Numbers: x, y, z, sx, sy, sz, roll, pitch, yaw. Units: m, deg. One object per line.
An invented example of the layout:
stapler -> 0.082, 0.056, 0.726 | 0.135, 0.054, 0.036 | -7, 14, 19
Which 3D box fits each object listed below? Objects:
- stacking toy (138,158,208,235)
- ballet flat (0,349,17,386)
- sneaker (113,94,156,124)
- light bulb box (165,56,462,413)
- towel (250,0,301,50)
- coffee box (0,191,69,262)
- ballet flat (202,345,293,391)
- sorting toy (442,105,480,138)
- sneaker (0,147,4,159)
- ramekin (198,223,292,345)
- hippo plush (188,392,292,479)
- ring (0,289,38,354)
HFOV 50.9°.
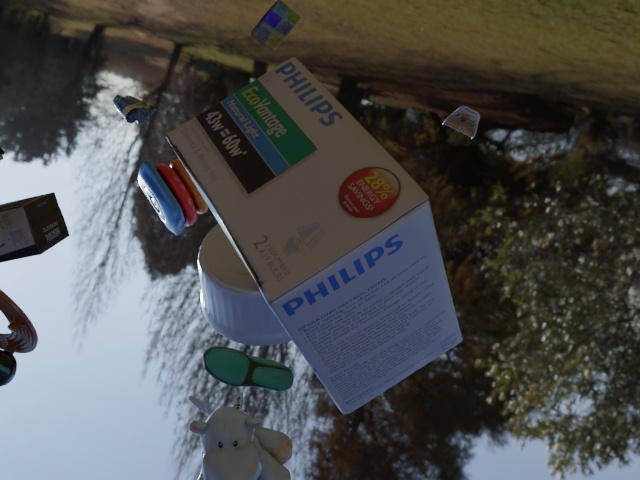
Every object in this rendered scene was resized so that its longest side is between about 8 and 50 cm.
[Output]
stacking toy -> -0.261, -0.157, 1.595 | 0.165, 0.302, 0.175 | 55, 160, 7
ballet flat -> -0.702, 0.202, 1.248 | 0.281, 0.095, 0.096 | 9, 153, 8
sneaker -> -0.573, -0.413, 2.082 | 0.081, 0.080, 0.211 | 44, -175, -2
light bulb box -> 0.000, 0.000, 0.981 | 0.358, 0.225, 0.361 | 53, 174, 38
towel -> -0.081, -0.387, 1.217 | 0.060, 0.083, 0.009 | 30, -158, -38
coffee box -> -0.775, -0.014, 1.576 | 0.297, 0.118, 0.168 | -11, -166, 7
ballet flat -> -0.183, 0.308, 1.603 | 0.247, 0.083, 0.087 | 22, 169, -28
sorting toy -> 0.352, -0.297, 1.632 | 0.083, 0.044, 0.075 | 27, 157, 0
sneaker -> -0.956, -0.227, 1.860 | 0.153, 0.235, 0.094 | 34, -150, 7
ramekin -> -0.109, 0.058, 1.329 | 0.277, 0.135, 0.277 | -2, -137, 2
hippo plush -> -0.163, 0.442, 1.446 | 0.235, 0.294, 0.236 | -1, 152, -12
ring -> -0.726, 0.130, 1.356 | 0.337, 0.032, 0.336 | 16, 142, 13
